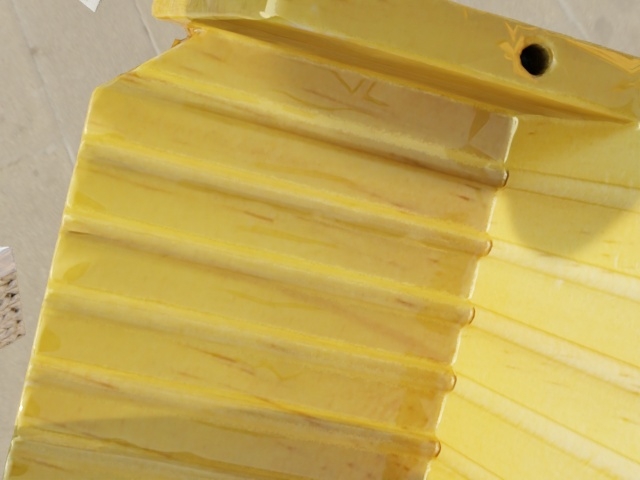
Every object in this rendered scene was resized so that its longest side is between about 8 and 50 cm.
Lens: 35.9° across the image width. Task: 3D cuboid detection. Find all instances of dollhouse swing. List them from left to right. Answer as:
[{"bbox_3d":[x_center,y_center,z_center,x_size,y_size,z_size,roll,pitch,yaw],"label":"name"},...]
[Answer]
[{"bbox_3d":[0.041,0.077,0.390,0.315,0.305,0.347,13,94,-13],"label":"dollhouse swing"}]

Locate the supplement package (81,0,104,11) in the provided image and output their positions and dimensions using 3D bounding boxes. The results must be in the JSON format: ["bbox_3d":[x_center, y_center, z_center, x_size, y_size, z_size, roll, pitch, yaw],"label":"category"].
[{"bbox_3d":[-0.175,-0.350,0.746,0.198,0.262,0.199,37,69,-12],"label":"supplement package"}]

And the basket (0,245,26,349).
[{"bbox_3d":[-0.396,0.079,1.005,0.113,0.167,0.103,5,116,33],"label":"basket"}]
